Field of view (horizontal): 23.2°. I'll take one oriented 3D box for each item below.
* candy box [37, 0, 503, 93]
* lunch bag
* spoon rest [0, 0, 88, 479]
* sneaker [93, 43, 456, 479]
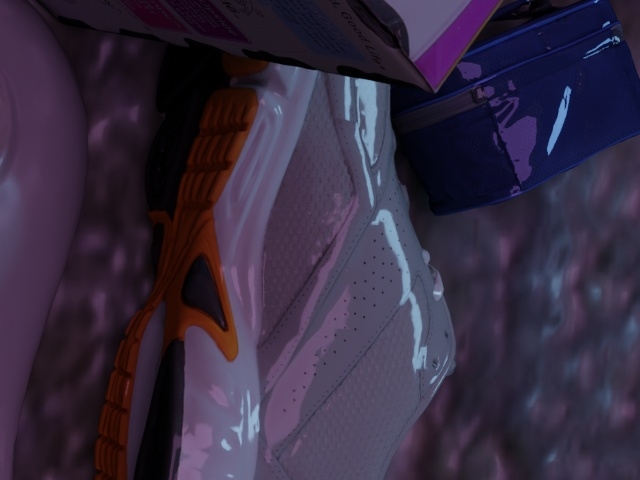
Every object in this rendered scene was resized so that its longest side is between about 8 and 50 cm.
[{"bbox_3d":[-0.008,-0.138,0.490,0.071,0.233,0.159,44,76,-32],"label":"candy box"},{"bbox_3d":[0.078,-0.058,0.603,0.098,0.067,0.065,-27,97,-26],"label":"lunch bag"},{"bbox_3d":[-0.137,0.029,0.540,0.137,0.084,0.276,-8,78,-19],"label":"spoon rest"},{"bbox_3d":[0.000,0.000,0.575,0.121,0.099,0.262,12,92,-26],"label":"sneaker"}]
